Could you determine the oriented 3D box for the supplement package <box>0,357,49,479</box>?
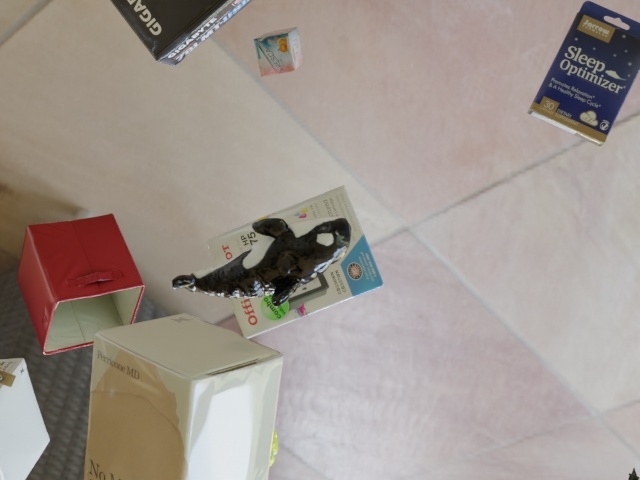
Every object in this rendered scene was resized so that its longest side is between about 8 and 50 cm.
[{"bbox_3d":[-0.497,0.246,1.141,0.244,0.134,0.139,-6,113,10],"label":"supplement package"}]

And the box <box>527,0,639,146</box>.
[{"bbox_3d":[0.459,-0.287,1.504,0.136,0.225,0.036,26,175,8],"label":"box"}]

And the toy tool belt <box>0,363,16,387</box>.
[{"bbox_3d":[-0.318,0.137,0.800,0.051,0.083,0.052,51,159,-19],"label":"toy tool belt"}]

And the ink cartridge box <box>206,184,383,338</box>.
[{"bbox_3d":[-0.042,0.040,1.676,0.270,0.197,0.198,-22,89,3],"label":"ink cartridge box"}]

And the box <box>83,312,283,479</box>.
[{"bbox_3d":[-0.141,0.241,0.865,0.148,0.121,0.311,16,106,38],"label":"box"}]

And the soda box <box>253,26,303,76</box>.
[{"bbox_3d":[-0.067,-0.313,1.481,0.058,0.183,0.063,-9,105,5],"label":"soda box"}]

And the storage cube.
[{"bbox_3d":[-0.487,0.086,1.803,0.184,0.193,0.215,-11,148,-32],"label":"storage cube"}]

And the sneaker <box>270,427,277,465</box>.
[{"bbox_3d":[-0.200,0.271,1.379,0.296,0.109,0.123,23,134,10],"label":"sneaker"}]

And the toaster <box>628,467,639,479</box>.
[{"bbox_3d":[0.432,0.422,1.133,0.110,0.168,0.185,34,90,-36],"label":"toaster"}]

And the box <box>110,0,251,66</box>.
[{"bbox_3d":[-0.160,-0.410,1.045,0.293,0.073,0.295,-37,86,10],"label":"box"}]

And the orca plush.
[{"bbox_3d":[-0.085,0.051,1.378,0.287,0.102,0.151,-10,138,-2],"label":"orca plush"}]
